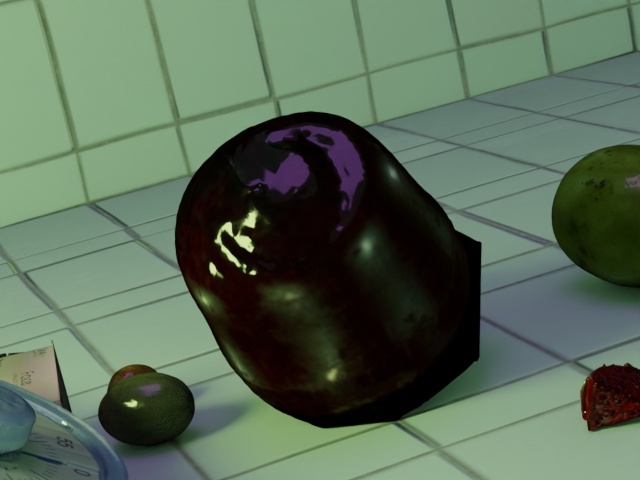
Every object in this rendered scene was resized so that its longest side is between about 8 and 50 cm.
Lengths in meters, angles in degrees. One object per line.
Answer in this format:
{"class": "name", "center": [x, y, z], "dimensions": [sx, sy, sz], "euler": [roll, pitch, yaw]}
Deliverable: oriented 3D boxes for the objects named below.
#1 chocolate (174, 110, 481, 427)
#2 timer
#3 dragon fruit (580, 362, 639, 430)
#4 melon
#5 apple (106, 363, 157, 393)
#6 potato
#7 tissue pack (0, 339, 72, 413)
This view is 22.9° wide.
{"class": "chocolate", "center": [0.000, 0.000, 2.023], "dimensions": [0.384, 0.331, 0.383], "euler": [-11, 44, 11]}
{"class": "timer", "center": [-0.372, 0.247, 1.703], "dimensions": [0.395, 0.173, 0.395], "euler": [20, 9, -4]}
{"class": "dragon fruit", "center": [0.350, 0.186, 1.879], "dimensions": [0.097, 0.063, 0.131], "euler": [22, 19, 3]}
{"class": "melon", "center": [-0.230, 0.223, 2.087], "dimensions": [0.131, 0.098, 0.098], "euler": [-5, 16, 15]}
{"class": "apple", "center": [-0.257, 0.212, 2.194], "dimensions": [0.084, 0.084, 0.071], "euler": [-25, -8, -40]}
{"class": "potato", "center": [0.471, -0.032, 2.282], "dimensions": [0.216, 0.215, 0.304], "euler": [-24, 28, -39]}
{"class": "tissue pack", "center": [-0.364, 0.242, 2.032], "dimensions": [0.093, 0.148, 0.246], "euler": [-13, 16, -9]}
